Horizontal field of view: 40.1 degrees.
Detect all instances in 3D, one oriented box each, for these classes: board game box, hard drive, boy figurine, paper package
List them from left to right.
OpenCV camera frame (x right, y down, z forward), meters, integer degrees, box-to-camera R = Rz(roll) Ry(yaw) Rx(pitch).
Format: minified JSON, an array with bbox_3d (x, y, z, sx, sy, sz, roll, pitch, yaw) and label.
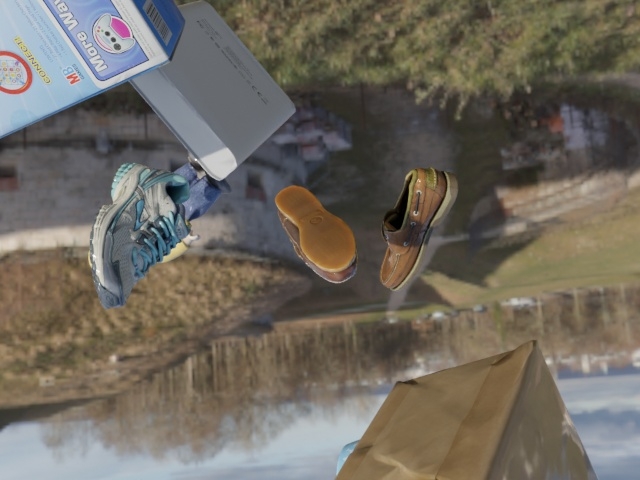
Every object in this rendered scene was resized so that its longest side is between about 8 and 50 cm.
[{"bbox_3d":[-0.327,-0.241,0.754,0.301,0.086,0.308,-19,123,17],"label":"board game box"},{"bbox_3d":[-0.298,-0.038,1.546,0.285,0.177,0.092,-41,160,-5],"label":"boy figurine"},{"bbox_3d":[-0.158,-0.230,1.259,0.047,0.233,0.353,-37,-171,20],"label":"hard drive"},{"bbox_3d":[0.167,0.306,0.809,0.168,0.325,0.309,-21,-171,26],"label":"paper package"}]

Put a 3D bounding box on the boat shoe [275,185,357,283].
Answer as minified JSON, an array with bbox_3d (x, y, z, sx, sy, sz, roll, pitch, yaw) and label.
[{"bbox_3d":[0.000,0.000,1.205,0.073,0.207,0.073,-22,127,-8],"label":"boat shoe"}]

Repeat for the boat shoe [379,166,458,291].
[{"bbox_3d":[0.176,-0.027,1.844,0.104,0.111,0.307,10,122,-20],"label":"boat shoe"}]

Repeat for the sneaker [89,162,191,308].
[{"bbox_3d":[-0.255,-0.017,1.273,0.122,0.283,0.110,3,133,1],"label":"sneaker"}]

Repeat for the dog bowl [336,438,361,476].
[{"bbox_3d":[0.105,0.404,1.344,0.074,0.166,0.297,-11,141,19],"label":"dog bowl"}]
